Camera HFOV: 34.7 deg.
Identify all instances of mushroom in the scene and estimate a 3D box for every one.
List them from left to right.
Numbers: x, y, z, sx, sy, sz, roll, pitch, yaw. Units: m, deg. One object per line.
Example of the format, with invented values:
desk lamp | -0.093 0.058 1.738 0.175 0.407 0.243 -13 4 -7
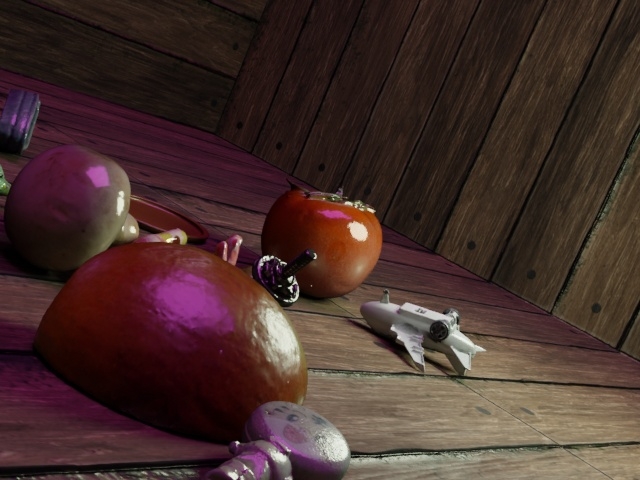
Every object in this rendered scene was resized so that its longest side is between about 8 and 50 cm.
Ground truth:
mushroom | -0.381 -0.042 1.563 0.206 0.206 0.209 24 -24 7

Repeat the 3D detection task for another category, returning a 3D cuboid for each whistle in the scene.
whistle | -0.049 0.240 1.114 0.126 0.067 0.258 32 16 18

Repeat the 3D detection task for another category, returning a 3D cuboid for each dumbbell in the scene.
dumbbell | -0.098 0.084 1.394 0.110 0.254 0.110 36 33 -28

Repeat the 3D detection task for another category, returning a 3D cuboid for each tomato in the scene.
tomato | 0.000 0.000 2.116 0.256 0.224 0.256 18 10 -4

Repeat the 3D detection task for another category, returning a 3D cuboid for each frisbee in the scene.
frisbee | -0.356 -0.051 2.182 0.251 0.021 0.251 23 8 -4

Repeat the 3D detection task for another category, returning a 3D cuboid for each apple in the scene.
apple | -0.166 0.131 1.260 0.346 0.254 0.179 22 -32 -7

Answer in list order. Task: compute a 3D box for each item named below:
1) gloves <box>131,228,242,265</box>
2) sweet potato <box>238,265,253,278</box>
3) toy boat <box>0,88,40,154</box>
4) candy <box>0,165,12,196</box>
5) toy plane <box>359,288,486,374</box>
gloves | -0.218 0.046 1.649 0.145 0.126 0.241 7 1 32
sweet potato | -0.177 0.087 1.531 0.273 0.075 0.075 -10 26 -31
toy boat | -0.674 -0.263 2.283 0.078 0.127 0.283 20 14 -18
candy | -0.507 -0.073 1.800 0.305 0.083 0.091 27 38 -22
toy plane | 0.196 0.171 2.001 0.255 0.101 0.251 26 21 16
